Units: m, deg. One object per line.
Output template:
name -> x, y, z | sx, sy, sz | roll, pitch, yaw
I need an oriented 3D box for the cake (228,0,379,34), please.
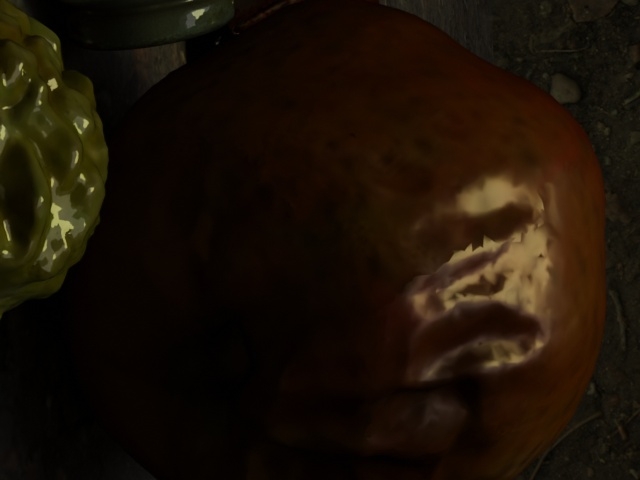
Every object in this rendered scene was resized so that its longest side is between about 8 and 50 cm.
cake -> 0.030, -0.270, 1.495 | 0.262, 0.160, 0.158 | 18, 52, -48

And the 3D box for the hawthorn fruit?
hawthorn fruit -> 0.010, 0.045, 1.185 | 0.472, 0.472, 0.471 | -2, 90, -73

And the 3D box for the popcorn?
popcorn -> -0.231, -0.033, 0.828 | 0.181, 0.217, 0.235 | 26, 67, -41

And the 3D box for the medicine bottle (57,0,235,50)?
medicine bottle -> -0.160, -0.322, 1.142 | 0.151, 0.151, 0.322 | -55, 140, -63

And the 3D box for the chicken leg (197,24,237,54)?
chicken leg -> -0.074, -0.280, 1.562 | 0.177, 0.083, 0.322 | 57, 33, -26
